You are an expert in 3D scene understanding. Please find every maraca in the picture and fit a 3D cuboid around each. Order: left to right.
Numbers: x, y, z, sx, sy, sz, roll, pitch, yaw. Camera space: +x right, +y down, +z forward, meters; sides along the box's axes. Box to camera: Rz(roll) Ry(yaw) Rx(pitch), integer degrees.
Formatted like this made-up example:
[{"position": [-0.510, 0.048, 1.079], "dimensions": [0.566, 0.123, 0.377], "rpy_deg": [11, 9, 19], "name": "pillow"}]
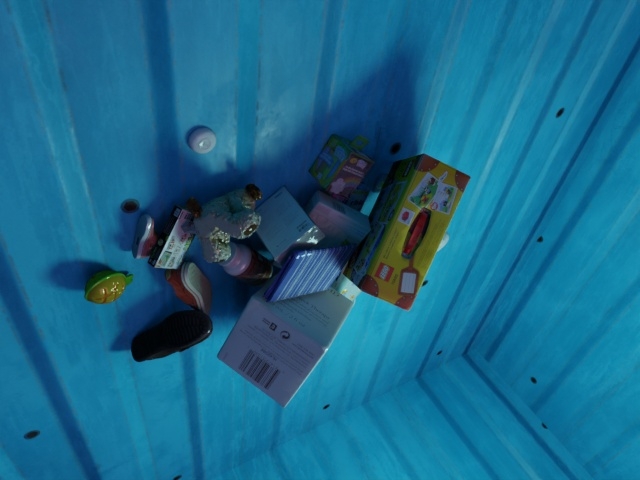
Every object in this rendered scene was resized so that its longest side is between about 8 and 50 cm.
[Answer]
[{"position": [-0.673, 0.148, 1.555], "dimensions": [0.127, 0.099, 0.186], "rpy_deg": [-43, 169, 9], "name": "maraca"}]

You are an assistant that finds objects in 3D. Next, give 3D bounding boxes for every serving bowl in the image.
[{"position": [-0.341, -0.287, 1.423], "dimensions": [0.083, 0.027, 0.083], "rpy_deg": [-23, 142, -20], "name": "serving bowl"}]

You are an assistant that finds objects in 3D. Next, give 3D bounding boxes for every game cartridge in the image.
[{"position": [0.244, -0.230, 1.980], "dimensions": [0.056, 0.017, 0.083], "rpy_deg": [-1, 129, -35], "name": "game cartridge"}]

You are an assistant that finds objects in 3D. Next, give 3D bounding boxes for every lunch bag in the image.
[{"position": [0.140, 0.144, 2.120], "dimensions": [0.262, 0.160, 0.223], "rpy_deg": [-29, 152, -58], "name": "lunch bag"}]

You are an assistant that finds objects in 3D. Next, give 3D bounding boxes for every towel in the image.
[{"position": [-0.033, 0.109, 1.745], "dimensions": [0.336, 0.040, 0.243], "rpy_deg": [-6, 137, -49], "name": "towel"}]

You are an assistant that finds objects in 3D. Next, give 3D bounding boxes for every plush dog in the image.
[{"position": [-0.295, -0.085, 1.559], "dimensions": [0.262, 0.210, 0.225], "rpy_deg": [-42, -177, 35], "name": "plush dog"}]

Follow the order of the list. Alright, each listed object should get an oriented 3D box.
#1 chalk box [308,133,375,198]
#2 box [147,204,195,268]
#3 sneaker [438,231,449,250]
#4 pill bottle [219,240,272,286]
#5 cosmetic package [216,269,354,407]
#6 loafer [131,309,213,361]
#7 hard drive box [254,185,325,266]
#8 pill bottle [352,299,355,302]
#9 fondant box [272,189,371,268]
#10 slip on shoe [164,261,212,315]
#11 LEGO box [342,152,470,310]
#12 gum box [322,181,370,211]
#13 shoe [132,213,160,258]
[{"position": [0.085, -0.278, 1.703], "dimensions": [0.132, 0.132, 0.213], "rpy_deg": [14, 118, -46], "name": "chalk box"}, {"position": [-0.457, -0.007, 1.551], "dimensions": [0.206, 0.036, 0.114], "rpy_deg": [-62, 155, 6], "name": "box"}, {"position": [0.512, 0.000, 2.369], "dimensions": [0.290, 0.106, 0.123], "rpy_deg": [-22, 143, -18], "name": "sneaker"}, {"position": [-0.280, 0.084, 1.787], "dimensions": [0.121, 0.121, 0.216], "rpy_deg": [-43, 143, 6], "name": "pill bottle"}, {"position": [-0.125, 0.346, 1.897], "dimensions": [0.327, 0.330, 0.394], "rpy_deg": [-58, 174, 24], "name": "cosmetic package"}, {"position": [-0.537, 0.351, 1.813], "dimensions": [0.366, 0.133, 0.130], "rpy_deg": [-21, 162, 23], "name": "loafer"}, {"position": [-0.124, -0.049, 1.685], "dimensions": [0.181, 0.232, 0.089], "rpy_deg": [-39, 144, 3], "name": "hard drive box"}, {"position": [0.065, 0.256, 2.259], "dimensions": [0.117, 0.117, 0.208], "rpy_deg": [-46, 142, 11], "name": "pill bottle"}, {"position": [0.000, 0.000, 1.852], "dimensions": [0.238, 0.096, 0.330], "rpy_deg": [26, 121, -22], "name": "fondant box"}, {"position": [-0.467, 0.181, 1.764], "dimensions": [0.102, 0.122, 0.331], "rpy_deg": [-1, 147, 7], "name": "slip on shoe"}, {"position": [0.295, -0.037, 1.786], "dimensions": [0.193, 0.372, 0.499], "rpy_deg": [24, 91, -8], "name": "LEGO box"}, {"position": [0.097, -0.169, 1.881], "dimensions": [0.189, 0.062, 0.107], "rpy_deg": [-2, 131, -38], "name": "gum box"}, {"position": [-0.532, -0.014, 1.529], "dimensions": [0.081, 0.063, 0.178], "rpy_deg": [-4, 137, -39], "name": "shoe"}]
